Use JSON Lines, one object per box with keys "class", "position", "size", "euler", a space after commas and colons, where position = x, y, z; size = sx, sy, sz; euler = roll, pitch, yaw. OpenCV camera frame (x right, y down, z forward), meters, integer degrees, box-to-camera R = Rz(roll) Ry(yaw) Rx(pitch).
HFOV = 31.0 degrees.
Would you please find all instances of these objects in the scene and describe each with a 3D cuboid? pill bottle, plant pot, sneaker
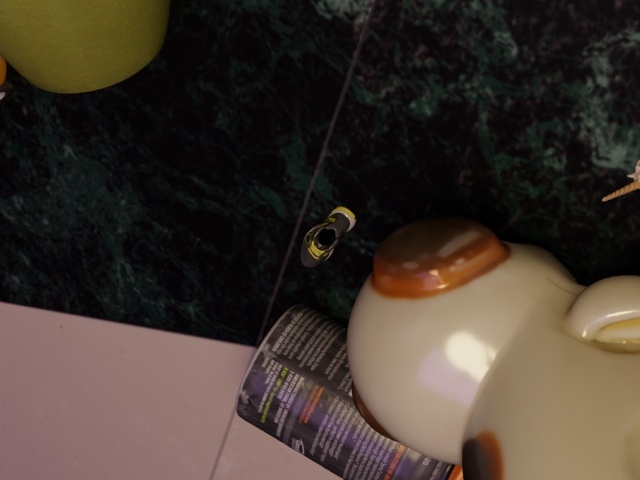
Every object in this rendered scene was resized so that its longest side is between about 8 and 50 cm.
{"class": "pill bottle", "position": [0.051, 0.173, 1.114], "size": [0.245, 0.130, 0.130], "euler": [29, 130, 13]}
{"class": "plant pot", "position": [-0.226, -0.275, 0.933], "size": [0.274, 0.275, 0.294], "euler": [13, 142, 24]}
{"class": "sneaker", "position": [0.000, 0.000, 1.096], "size": [0.031, 0.035, 0.083], "euler": [40, 132, 3]}

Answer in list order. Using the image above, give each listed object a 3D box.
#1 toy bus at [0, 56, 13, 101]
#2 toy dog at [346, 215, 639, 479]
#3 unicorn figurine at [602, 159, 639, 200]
{"class": "toy bus", "position": [-0.395, -0.136, 1.129], "size": [0.108, 0.130, 0.332], "euler": [55, 150, 0]}
{"class": "toy dog", "position": [0.179, 0.162, 0.889], "size": [0.408, 0.395, 0.285], "euler": [51, 157, 39]}
{"class": "unicorn figurine", "position": [0.312, -0.049, 0.866], "size": [0.111, 0.060, 0.162], "euler": [46, 116, -2]}
